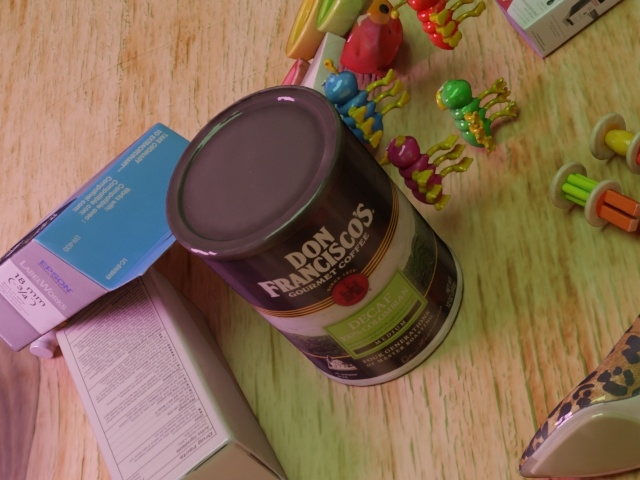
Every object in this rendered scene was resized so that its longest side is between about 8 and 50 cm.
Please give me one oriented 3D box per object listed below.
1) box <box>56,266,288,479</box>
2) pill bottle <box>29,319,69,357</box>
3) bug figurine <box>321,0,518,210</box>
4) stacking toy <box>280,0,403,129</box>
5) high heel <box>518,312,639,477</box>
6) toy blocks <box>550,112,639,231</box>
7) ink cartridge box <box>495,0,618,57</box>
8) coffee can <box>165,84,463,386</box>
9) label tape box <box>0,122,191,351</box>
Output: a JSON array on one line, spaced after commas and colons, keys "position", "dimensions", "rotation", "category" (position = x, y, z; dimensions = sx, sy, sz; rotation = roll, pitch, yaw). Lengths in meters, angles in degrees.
[{"position": [-0.170, 0.183, 1.532], "dimensions": [0.148, 0.121, 0.311], "rotation": [-38, 43, 6], "category": "box"}, {"position": [-0.347, 0.107, 1.778], "dimensions": [0.043, 0.043, 0.083], "rotation": [-9, 53, 31], "category": "pill bottle"}, {"position": [0.107, -0.157, 1.503], "dimensions": [0.072, 0.216, 0.279], "rotation": [-12, 29, 44], "category": "bug figurine"}, {"position": [0.038, -0.199, 1.616], "dimensions": [0.279, 0.130, 0.309], "rotation": [139, 150, -64], "category": "stacking toy"}, {"position": [0.291, 0.114, 1.298], "dimensions": [0.261, 0.093, 0.186], "rotation": [-34, 25, 21], "category": "high heel"}, {"position": [0.324, -0.058, 1.407], "dimensions": [0.123, 0.054, 0.148], "rotation": [-51, 44, -9], "category": "toy blocks"}, {"position": [0.282, -0.293, 1.619], "dimensions": [0.135, 0.056, 0.099], "rotation": [-37, 43, 7], "category": "ink cartridge box"}, {"position": [0.000, 0.000, 1.437], "dimensions": [0.201, 0.275, 0.202], "rotation": [-20, 48, 24], "category": "coffee can"}, {"position": [-0.248, -0.019, 1.615], "dimensions": [0.333, 0.106, 0.240], "rotation": [-30, 15, 50], "category": "label tape box"}]
